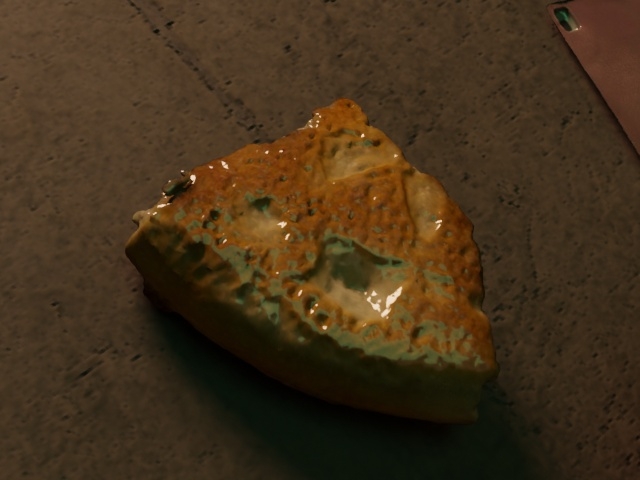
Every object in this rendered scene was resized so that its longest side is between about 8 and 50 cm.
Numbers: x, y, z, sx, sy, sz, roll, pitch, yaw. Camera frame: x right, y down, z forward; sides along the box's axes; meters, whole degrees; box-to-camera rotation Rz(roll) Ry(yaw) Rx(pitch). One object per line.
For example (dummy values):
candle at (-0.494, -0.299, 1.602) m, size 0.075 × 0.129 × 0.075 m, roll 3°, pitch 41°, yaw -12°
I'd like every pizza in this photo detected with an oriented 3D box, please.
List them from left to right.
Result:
pizza at (0.000, 0.000, 0.803) m, size 0.182 × 0.062 × 0.161 m, roll 15°, pitch 63°, yaw -8°

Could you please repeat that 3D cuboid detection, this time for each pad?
pad at (0.231, -0.111, 0.996) m, size 0.188 × 0.006 × 0.113 m, roll -16°, pitch 66°, yaw -31°
